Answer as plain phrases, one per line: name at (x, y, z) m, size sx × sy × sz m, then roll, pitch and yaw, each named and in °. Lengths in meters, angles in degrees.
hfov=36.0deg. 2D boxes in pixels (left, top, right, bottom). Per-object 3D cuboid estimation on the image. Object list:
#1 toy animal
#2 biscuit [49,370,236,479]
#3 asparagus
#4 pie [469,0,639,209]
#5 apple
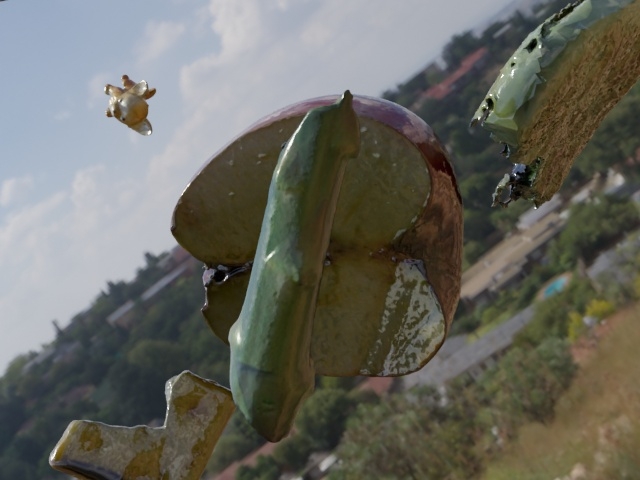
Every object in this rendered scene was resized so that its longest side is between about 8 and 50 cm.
toy animal at (-0.207, -0.154, 1.116) m, size 0.081 × 0.060 × 0.083 m, roll -9°, pitch 20°, yaw -39°
biscuit at (-0.204, 0.228, 1.181) m, size 0.183 × 0.174 × 0.039 m, roll -60°, pitch 0°, yaw -19°
asparagus at (-0.027, 0.022, 0.907) m, size 0.082 × 0.343 × 0.085 m, roll 1°, pitch 21°, yaw -25°
pie at (0.312, -0.181, 1.238) m, size 0.296 × 0.078 × 0.371 m, roll -46°, pitch -23°, yaw -3°
apple at (0.000, 0.000, 1.231) m, size 0.365 × 0.328 × 0.295 m, roll -9°, pitch -20°, yaw 22°
